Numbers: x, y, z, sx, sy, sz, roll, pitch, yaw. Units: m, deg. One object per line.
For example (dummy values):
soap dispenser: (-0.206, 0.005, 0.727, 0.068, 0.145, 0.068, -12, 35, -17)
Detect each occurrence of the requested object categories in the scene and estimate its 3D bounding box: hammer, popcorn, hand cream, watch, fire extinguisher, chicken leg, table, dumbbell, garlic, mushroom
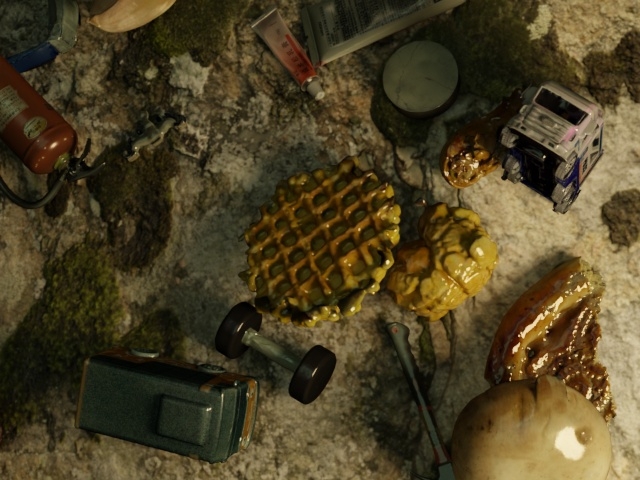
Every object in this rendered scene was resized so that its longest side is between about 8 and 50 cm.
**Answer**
hammer: (0.169, 0.268, 1.756, 0.111, 0.033, 0.287, -21, 72, 7)
popcorn: (0.209, 0.040, 1.750, 0.163, 0.140, 0.194, 18, 71, 31)
hand cream: (-0.053, -0.341, 1.965, 0.052, 0.038, 0.216, -24, 65, -22)
watch: (-0.615, -0.456, 2.122, 0.274, 0.068, 0.276, -17, 73, 14)
fire extinguisher: (-0.572, -0.211, 2.018, 0.376, 0.113, 0.200, 44, 131, 7)
hand cream: (0.129, -0.419, 1.928, 0.341, 0.078, 0.124, -18, 73, 17)
chicken leg: (0.283, -0.176, 1.810, 0.085, 0.101, 0.207, 46, 80, -11)
table: (0.178, -0.281, 1.884, 0.133, 0.043, 0.133, -3, 75, 14)
dumbbell: (-0.076, 0.188, 1.801, 0.191, 0.100, 0.100, 29, 85, 20)
garlic: (-0.342, -0.489, 2.004, 0.145, 0.164, 0.245, 37, 93, 2)
mushroom: (0.316, 0.312, 1.615, 0.255, 0.184, 0.255, 3, 109, 9)

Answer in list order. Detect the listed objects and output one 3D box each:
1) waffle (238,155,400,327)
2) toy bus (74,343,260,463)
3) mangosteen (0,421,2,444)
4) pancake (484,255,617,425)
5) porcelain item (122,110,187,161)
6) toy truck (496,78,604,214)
waffle: (-0.002, 0.010, 1.796, 0.329, 0.062, 0.329, -14, 56, 22)
toy bus: (-0.253, 0.268, 1.776, 0.275, 0.167, 0.138, 11, 95, 15)
mangosteen: (-0.678, 0.336, 1.829, 0.235, 0.261, 0.235, -3, 74, 12)
pancake: (0.393, 0.183, 1.706, 0.266, 0.057, 0.244, -42, 71, 1)
porcelain item: (-0.320, -0.211, 2.002, 0.136, 0.021, 0.075, -32, 71, 5)
toy truck: (0.373, -0.157, 1.687, 0.124, 0.268, 0.155, 34, 84, 18)
